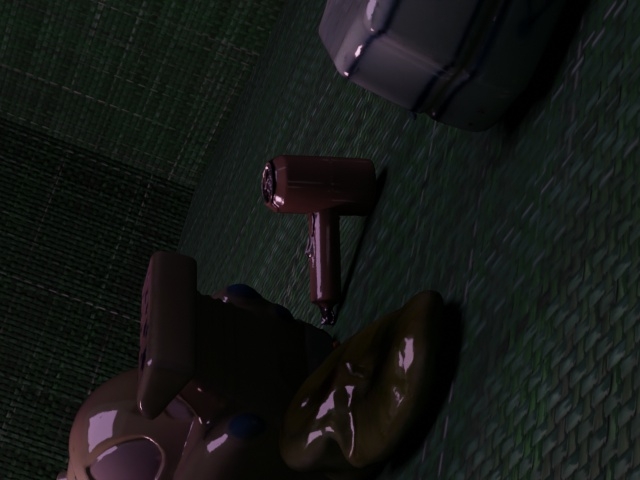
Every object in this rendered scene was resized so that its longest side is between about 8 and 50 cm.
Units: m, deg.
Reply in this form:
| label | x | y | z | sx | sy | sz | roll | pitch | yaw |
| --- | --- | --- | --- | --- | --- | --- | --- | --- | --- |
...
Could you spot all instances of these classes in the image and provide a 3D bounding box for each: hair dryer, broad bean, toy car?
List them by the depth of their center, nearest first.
| label | x | y | z | sx | sy | sz | roll | pitch | yaw |
| --- | --- | --- | --- | --- | --- | --- | --- | --- | --- |
| broad bean | 0.046 | 0.115 | 1.218 | 0.207 | 0.072 | 0.153 | -45 | 26 | 41 |
| toy car | -0.150 | 0.206 | 1.418 | 0.336 | 0.226 | 0.242 | -46 | 28 | 26 |
| hair dryer | 0.000 | 0.000 | 1.632 | 0.064 | 0.117 | 0.181 | 146 | 123 | -72 |

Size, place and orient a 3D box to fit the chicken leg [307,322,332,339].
| label | x | y | z | sx | sy | sz | roll | pitch | yaw |
| --- | --- | --- | --- | --- | --- | --- | --- | --- | --- |
| chicken leg | -0.077 | 0.214 | 1.660 | 0.177 | 0.083 | 0.322 | -54 | -3 | -33 |

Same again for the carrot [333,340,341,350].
| label | x | y | z | sx | sy | sz | roll | pitch | yaw |
| --- | --- | --- | --- | --- | --- | --- | --- | --- | --- |
| carrot | -0.046 | 0.209 | 1.538 | 0.061 | 0.061 | 0.256 | -118 | 51 | -78 |

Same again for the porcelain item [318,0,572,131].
| label | x | y | z | sx | sy | sz | roll | pitch | yaw |
| --- | --- | --- | --- | --- | --- | --- | --- | --- | --- |
| porcelain item | 0.119 | -0.243 | 1.246 | 0.281 | 0.157 | 0.286 | -112 | 44 | -73 |
